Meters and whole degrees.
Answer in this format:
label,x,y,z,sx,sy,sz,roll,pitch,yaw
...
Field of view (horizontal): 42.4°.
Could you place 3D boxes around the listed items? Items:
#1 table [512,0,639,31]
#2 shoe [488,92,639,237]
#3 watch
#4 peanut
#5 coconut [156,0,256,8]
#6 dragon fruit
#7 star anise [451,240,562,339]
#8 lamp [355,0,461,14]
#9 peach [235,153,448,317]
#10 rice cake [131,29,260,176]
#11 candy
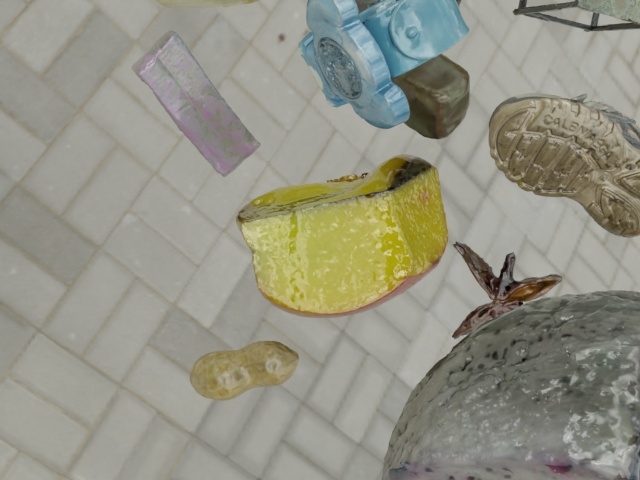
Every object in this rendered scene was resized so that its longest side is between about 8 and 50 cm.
label,x,y,z,sx,sy,sz,roll,pitch,yaw
table,0.615,-0.650,1.823,0.222,0.272,0.335,8,99,-17
shoe,0.223,-0.081,0.697,0.180,0.089,0.092,26,36,-15
watch,0.093,-0.279,1.123,0.193,0.211,0.211,-35,107,-17
peanut,-0.125,0.211,1.341,0.089,0.193,0.089,-19,90,-77
coconut,-0.204,-0.560,1.479,0.323,0.323,0.323,3,85,-36
dragon fruit,0.187,0.159,0.688,0.283,0.221,0.204,60,39,-39
star anise,0.271,0.080,1.210,0.144,0.158,0.140,-11,111,-68
lamp,0.175,-0.565,1.766,0.272,0.374,0.205,-30,68,2
peach,0.059,-0.007,1.509,0.380,0.306,0.242,-19,102,3
rice cake,-0.228,-0.246,1.534,0.106,0.050,0.298,-42,131,-4
candy,0.144,-0.269,1.363,0.102,0.234,0.104,-37,149,-22
